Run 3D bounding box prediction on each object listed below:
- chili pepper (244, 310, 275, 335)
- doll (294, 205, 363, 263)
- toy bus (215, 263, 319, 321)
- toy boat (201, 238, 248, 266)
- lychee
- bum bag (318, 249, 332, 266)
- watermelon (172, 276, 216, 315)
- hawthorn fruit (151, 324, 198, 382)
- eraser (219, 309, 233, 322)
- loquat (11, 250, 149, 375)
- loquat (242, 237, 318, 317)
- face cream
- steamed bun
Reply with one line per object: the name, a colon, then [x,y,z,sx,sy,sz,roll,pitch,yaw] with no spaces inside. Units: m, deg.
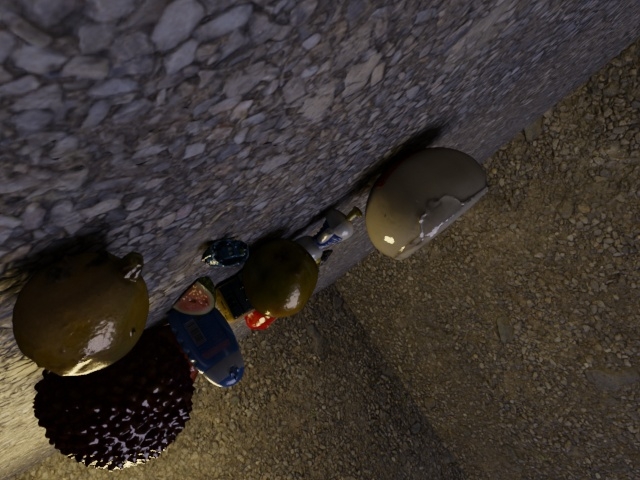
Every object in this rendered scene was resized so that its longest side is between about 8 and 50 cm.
chili pepper: [-0.272,0.335,2.165,0.338,0.134,0.131,-41,179,31]
doll: [0.000,0.000,1.421,0.293,0.119,0.138,-36,180,9]
toy bus: [-0.163,0.123,1.488,0.336,0.121,0.123,-29,179,-33]
toy boat: [-0.195,0.025,1.017,0.061,0.060,0.137,-17,174,27]
lychee: [-0.429,0.333,1.034,0.306,0.306,0.330,-35,168,4]
bum bag: [-0.037,0.093,1.959,0.248,0.069,0.102,-38,169,-44]
watermelon: [-0.314,0.140,1.265,0.163,0.087,0.069,-39,-152,39]
hawthorn fruit: [-0.435,0.334,1.404,0.262,0.210,0.210,-51,174,-8]
eraser: [-0.246,0.196,1.666,0.171,0.087,0.290,-31,174,-32]
loquat: [-0.309,0.089,0.645,0.204,0.149,0.172,-48,164,12]
loquat: [-0.113,0.113,1.297,0.213,0.213,0.246,-29,154,-31]
face cream: [-0.304,0.283,1.331,0.149,0.264,0.083,-27,168,-39]
steamed bun: [0.281,-0.124,1.390,0.374,0.241,0.374,-38,171,-7]
